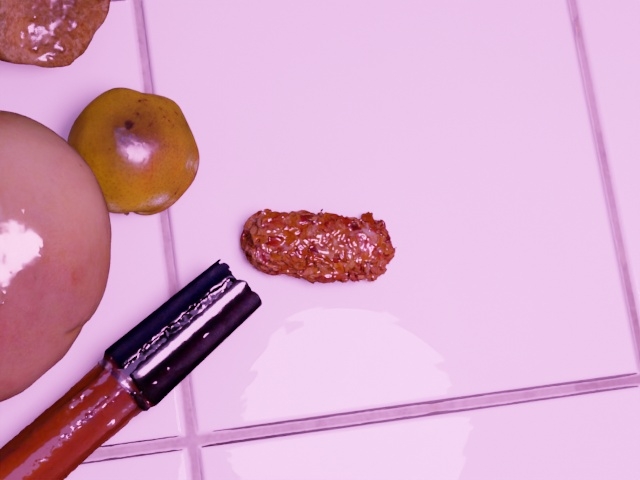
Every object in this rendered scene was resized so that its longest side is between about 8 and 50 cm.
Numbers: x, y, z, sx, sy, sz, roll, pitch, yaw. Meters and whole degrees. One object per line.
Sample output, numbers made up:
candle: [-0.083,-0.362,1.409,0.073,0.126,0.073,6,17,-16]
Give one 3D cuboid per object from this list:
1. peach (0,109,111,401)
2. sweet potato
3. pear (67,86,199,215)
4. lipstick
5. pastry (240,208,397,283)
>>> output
peach: [-0.345,0.013,1.293,0.292,0.247,0.292,8,54,-11]
sweet potato: [-0.410,-0.284,1.412,0.370,0.158,0.158,16,76,4]
pear: [-0.196,-0.095,1.415,0.141,0.104,0.141,1,81,-6]
lipstick: [-0.233,0.175,1.360,0.418,0.077,0.077,-41,85,-13]
pastry: [0.000,0.003,1.436,0.169,0.063,0.087,1,75,-6]
